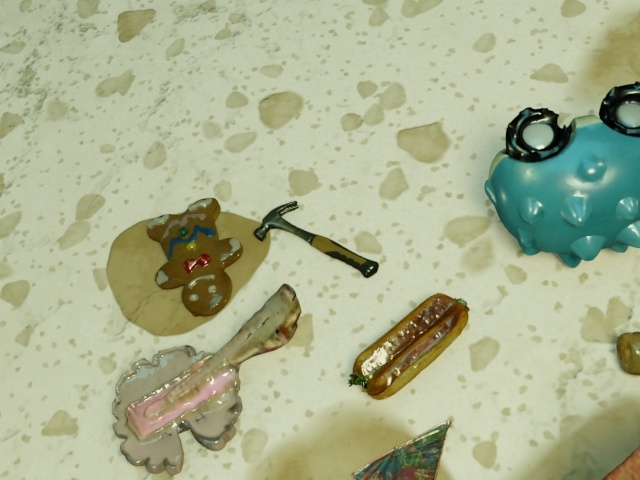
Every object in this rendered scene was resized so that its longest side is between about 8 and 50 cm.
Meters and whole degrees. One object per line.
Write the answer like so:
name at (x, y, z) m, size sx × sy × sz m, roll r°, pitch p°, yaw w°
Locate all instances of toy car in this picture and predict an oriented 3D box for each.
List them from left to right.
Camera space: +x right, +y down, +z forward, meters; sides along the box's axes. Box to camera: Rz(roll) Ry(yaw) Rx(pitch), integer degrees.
toy car at (0.344, -0.065, 1.070) m, size 0.255 × 0.188 × 0.190 m, roll -13°, pitch 62°, yaw 3°

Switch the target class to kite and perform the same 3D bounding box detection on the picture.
kite at (0.110, 0.295, 0.993) m, size 0.159 × 0.010 × 0.190 m, roll 7°, pitch 59°, yaw 19°

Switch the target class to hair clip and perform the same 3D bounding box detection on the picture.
hair clip at (-0.137, 0.175, 1.106) m, size 0.300 × 0.069 × 0.173 m, roll -38°, pitch 53°, yaw 1°

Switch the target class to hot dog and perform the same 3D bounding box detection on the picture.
hot dog at (0.115, 0.138, 1.072) m, size 0.188 × 0.055 × 0.072 m, roll -38°, pitch 52°, yaw -11°

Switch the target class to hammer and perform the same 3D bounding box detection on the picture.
hammer at (0.000, 0.000, 1.220) m, size 0.201 × 0.021 × 0.078 m, roll 25°, pitch 66°, yaw 28°

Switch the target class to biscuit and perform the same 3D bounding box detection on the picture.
biscuit at (-0.184, 0.024, 1.251) m, size 0.138 × 0.031 × 0.205 m, roll -21°, pitch 55°, yaw 0°

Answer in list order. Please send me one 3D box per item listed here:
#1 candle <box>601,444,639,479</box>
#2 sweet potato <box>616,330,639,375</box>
candle at (0.345, 0.255, 0.793) m, size 0.317 × 0.287 × 0.131 m, roll -30°, pitch 49°, yaw -2°
sweet potato at (0.540, 0.091, 0.960) m, size 0.385 × 0.109 × 0.109 m, roll -20°, pitch 53°, yaw 6°
